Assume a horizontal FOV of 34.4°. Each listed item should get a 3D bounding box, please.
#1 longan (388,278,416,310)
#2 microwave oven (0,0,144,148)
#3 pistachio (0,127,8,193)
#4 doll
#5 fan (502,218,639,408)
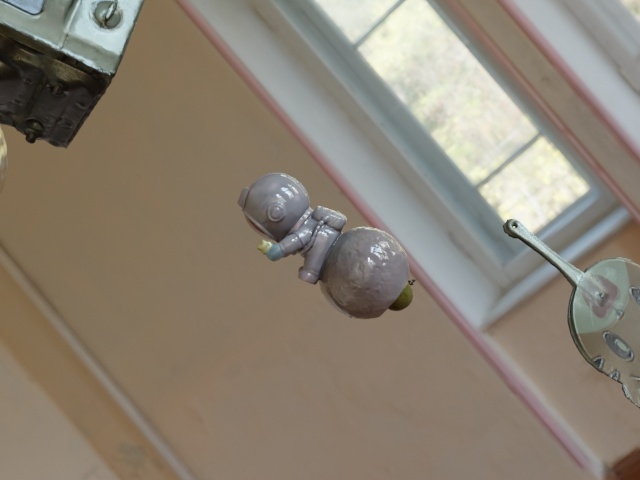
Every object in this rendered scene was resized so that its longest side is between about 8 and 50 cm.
[{"bbox_3d":[0.149,0.097,1.981,0.083,0.075,0.075,-37,-1,-2],"label":"longan"},{"bbox_3d":[-0.237,-0.167,0.710,0.163,0.205,0.129,-36,35,58],"label":"microwave oven"},{"bbox_3d":[-0.452,-0.051,1.028,0.309,0.230,0.230,-43,-2,19],"label":"pistachio"},{"bbox_3d":[0.000,0.000,1.593,0.151,0.287,0.151,-53,3,4],"label":"doll"},{"bbox_3d":[0.266,0.053,0.985,0.152,0.226,0.008,-48,-2,-36],"label":"fan"}]
